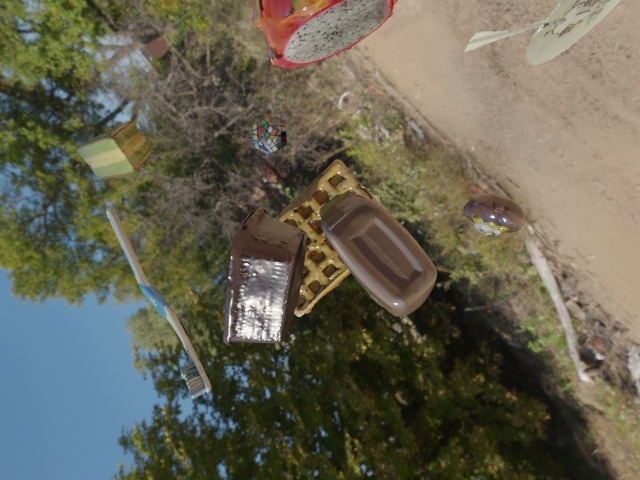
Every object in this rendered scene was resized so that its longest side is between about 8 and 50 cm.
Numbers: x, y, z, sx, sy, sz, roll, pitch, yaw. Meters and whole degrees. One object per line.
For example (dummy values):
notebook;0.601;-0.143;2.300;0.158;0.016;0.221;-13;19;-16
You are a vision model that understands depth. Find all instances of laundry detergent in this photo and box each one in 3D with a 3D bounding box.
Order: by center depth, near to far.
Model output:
laundry detergent;0.070;0.021;0.647;0.171;0.076;0.237;49;179;13

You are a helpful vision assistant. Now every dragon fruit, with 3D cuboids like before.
dragon fruit;-0.016;-0.518;1.018;0.305;0.306;0.225;74;172;-88

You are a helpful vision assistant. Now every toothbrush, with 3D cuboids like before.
toothbrush;-0.283;0.091;0.852;0.386;0.040;0.040;58;-179;19

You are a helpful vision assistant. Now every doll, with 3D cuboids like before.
doll;0.436;-0.050;1.236;0.145;0.096;0.188;20;167;37

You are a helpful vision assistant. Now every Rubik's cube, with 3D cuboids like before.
Rubik's cube;-0.137;-0.291;1.362;0.093;0.111;0.111;45;175;47

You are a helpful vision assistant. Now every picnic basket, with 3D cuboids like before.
picnic basket;-0.116;0.089;1.095;0.129;0.296;0.222;12;-155;8

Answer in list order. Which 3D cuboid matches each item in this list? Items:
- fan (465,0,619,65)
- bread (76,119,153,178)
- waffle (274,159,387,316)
fan;0.378;-0.354;0.804;0.012;0.415;0.233;55;154;19
bread;-0.380;-0.145;0.874;0.084;0.139;0.074;-77;-36;-56
waffle;0.000;0.000;1.346;0.261;0.376;0.114;47;-174;2
